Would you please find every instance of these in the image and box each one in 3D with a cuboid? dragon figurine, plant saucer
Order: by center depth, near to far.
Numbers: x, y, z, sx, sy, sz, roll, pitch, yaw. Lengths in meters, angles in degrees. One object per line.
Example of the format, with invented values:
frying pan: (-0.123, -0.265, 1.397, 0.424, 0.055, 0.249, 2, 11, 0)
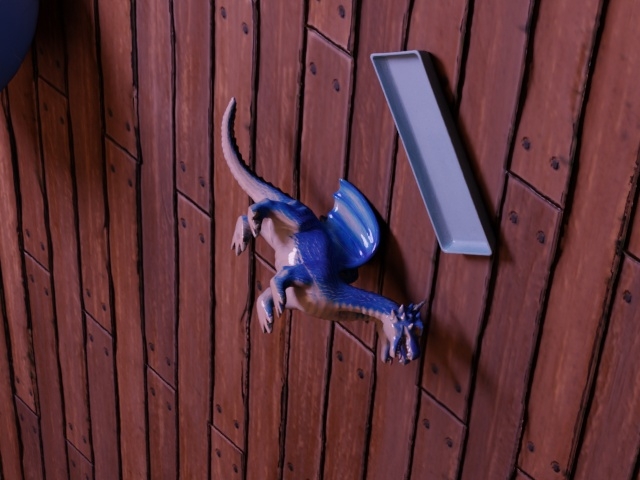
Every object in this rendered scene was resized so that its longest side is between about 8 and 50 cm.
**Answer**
plant saucer: (0.100, -0.076, 1.537, 0.067, 0.018, 0.192, 4, 119, 54)
dragon figurine: (0.000, 0.000, 1.680, 0.085, 0.144, 0.289, 120, 133, -58)

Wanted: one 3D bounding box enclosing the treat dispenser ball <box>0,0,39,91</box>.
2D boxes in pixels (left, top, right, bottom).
treat dispenser ball: (-0.440, -0.259, 1.884, 0.288, 0.288, 0.288, 35, 142, 33)
